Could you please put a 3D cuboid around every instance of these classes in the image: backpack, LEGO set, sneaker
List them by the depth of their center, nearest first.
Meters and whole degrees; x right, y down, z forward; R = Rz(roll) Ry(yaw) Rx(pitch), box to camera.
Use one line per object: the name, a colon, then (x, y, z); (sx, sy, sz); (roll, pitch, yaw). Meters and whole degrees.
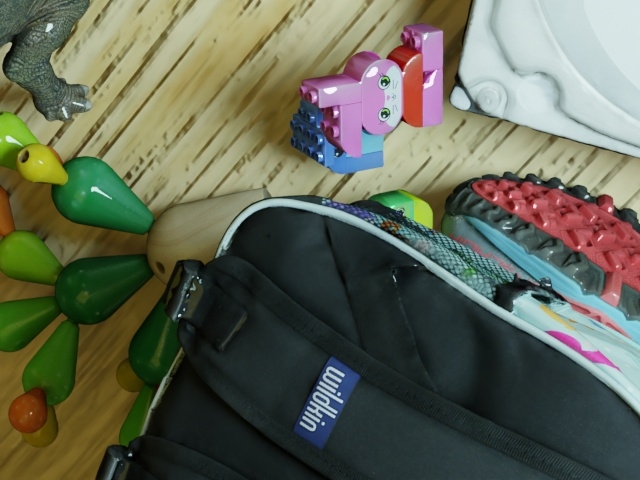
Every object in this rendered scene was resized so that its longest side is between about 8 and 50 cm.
backpack: (0.057, 0.119, 0.721); (0.253, 0.191, 0.225); (29, 100, 32)
sneaker: (0.156, 0.074, 0.840); (0.262, 0.104, 0.125); (37, 116, 0)
LEGO set: (0.000, 0.000, 0.844); (0.093, 0.087, 0.227); (-12, 114, -25)

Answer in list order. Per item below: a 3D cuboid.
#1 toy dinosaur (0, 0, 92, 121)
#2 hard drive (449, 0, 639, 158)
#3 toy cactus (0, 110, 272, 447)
toy dinosaur: (-0.184, -0.120, 0.803); (0.121, 0.313, 0.160); (45, 141, 28)
hard drive: (0.211, -0.193, 0.751); (0.237, 0.064, 0.339); (17, 112, 8)
toy cactus: (-0.110, 0.017, 0.897); (0.180, 0.112, 0.219); (-22, 95, 10)
